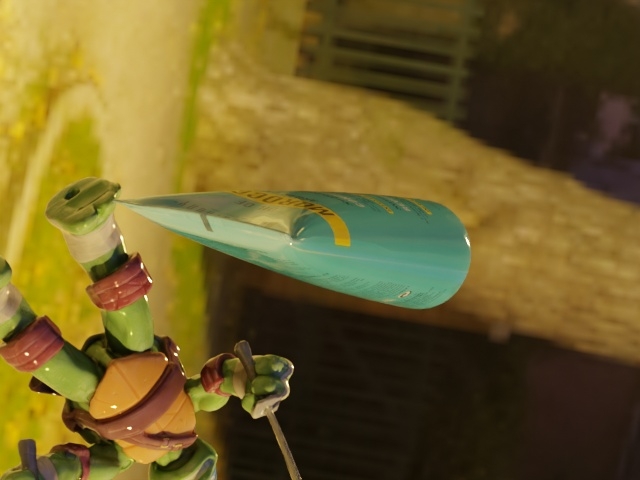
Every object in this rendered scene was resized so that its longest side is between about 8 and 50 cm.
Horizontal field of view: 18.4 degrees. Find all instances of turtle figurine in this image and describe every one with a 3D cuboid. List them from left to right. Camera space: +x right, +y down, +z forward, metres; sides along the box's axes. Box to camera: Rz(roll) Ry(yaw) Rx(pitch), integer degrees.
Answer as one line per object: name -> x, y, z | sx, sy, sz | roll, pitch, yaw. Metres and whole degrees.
turtle figurine -> -0.129, 0.111, 1.356 | 0.266, 0.198, 0.274 | 60, 24, -27

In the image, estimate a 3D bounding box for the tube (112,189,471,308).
tube -> 0.000, 0.000, 0.854 | 0.207, 0.080, 0.052 | 8, 88, -62
